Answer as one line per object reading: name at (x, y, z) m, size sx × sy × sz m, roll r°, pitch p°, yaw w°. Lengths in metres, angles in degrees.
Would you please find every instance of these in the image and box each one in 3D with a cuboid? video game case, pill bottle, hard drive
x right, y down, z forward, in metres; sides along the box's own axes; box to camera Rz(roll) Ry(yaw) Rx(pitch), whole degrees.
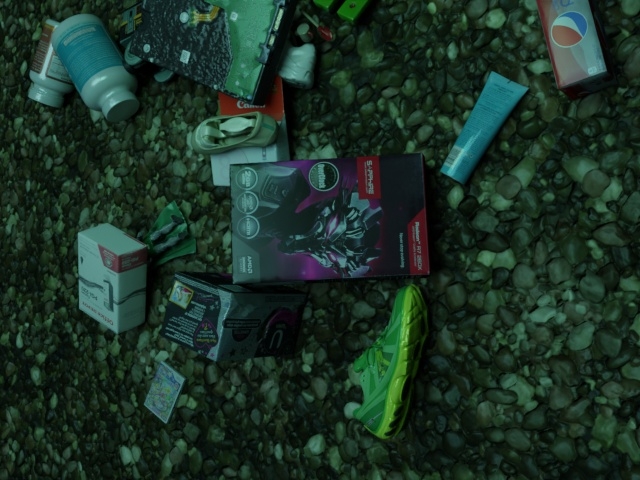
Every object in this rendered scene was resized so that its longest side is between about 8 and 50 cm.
video game case at (-0.370, 0.360, 1.738) m, size 0.087 × 0.011 × 0.122 m, roll 29°, pitch 101°, yaw 32°
pill bottle at (-0.712, -0.476, 1.975) m, size 0.121 × 0.121 × 0.216 m, roll 28°, pitch 101°, yaw 32°
pill bottle at (-0.559, -0.429, 1.844) m, size 0.146 × 0.146 × 0.264 m, roll -39°, pitch 74°, yaw 24°
hard drive at (-0.232, -0.452, 1.547) m, size 0.339 × 0.064 × 0.237 m, roll 25°, pitch 106°, yaw 21°

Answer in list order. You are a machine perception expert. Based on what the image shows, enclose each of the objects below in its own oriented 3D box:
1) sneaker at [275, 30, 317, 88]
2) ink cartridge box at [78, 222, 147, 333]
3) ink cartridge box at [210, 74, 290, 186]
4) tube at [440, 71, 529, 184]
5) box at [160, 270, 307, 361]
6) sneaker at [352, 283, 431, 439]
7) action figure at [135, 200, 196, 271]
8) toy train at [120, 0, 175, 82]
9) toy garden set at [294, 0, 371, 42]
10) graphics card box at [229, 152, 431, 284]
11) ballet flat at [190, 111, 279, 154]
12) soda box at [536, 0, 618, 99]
sneaker at (-0.101, -0.406, 1.597) m, size 0.232 × 0.090 × 0.115 m, roll 18°, pitch 89°, yaw 24°
ink cartridge box at (-0.502, 0.091, 1.760) m, size 0.158 × 0.092 × 0.218 m, roll 25°, pitch 122°, yaw 31°
ink cartridge box at (-0.161, -0.233, 1.589) m, size 0.189 × 0.066 × 0.232 m, roll 5°, pitch 112°, yaw 34°
tube at (0.292, -0.203, 1.335) m, size 0.080 × 0.052 × 0.207 m, roll 34°, pitch 99°, yaw 26°
box at (-0.170, 0.153, 1.484) m, size 0.163 × 0.247 × 0.142 m, roll 17°, pitch 96°, yaw 34°
sneaker at (0.123, 0.221, 1.368) m, size 0.123 × 0.109 × 0.296 m, roll 16°, pitch 95°, yaw 29°
action figure at (-0.411, 0.018, 1.771) m, size 0.232 × 0.063 × 0.137 m, roll -32°, pitch 72°, yaw 31°
toy train at (-0.341, -0.510, 1.732) m, size 0.334 × 0.142 × 0.190 m, roll -16°, pitch 68°, yaw 31°
toy garden set at (-0.014, -0.499, 1.541) m, size 0.244 × 0.049 × 0.204 m, roll 35°, pitch 84°, yaw 28°
graphics card box at (0.017, -0.036, 1.375) m, size 0.370 × 0.094 × 0.233 m, roll -2°, pitch 84°, yaw 5°
ballet flat at (-0.203, -0.232, 1.551) m, size 0.248 × 0.086 × 0.086 m, roll -4°, pitch 83°, yaw 34°
soda box at (0.422, -0.380, 1.236) m, size 0.083 × 0.092 × 0.263 m, roll -17°, pitch 76°, yaw 32°
